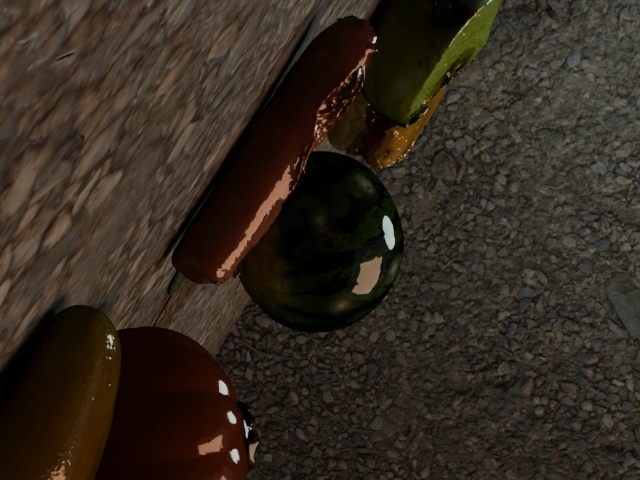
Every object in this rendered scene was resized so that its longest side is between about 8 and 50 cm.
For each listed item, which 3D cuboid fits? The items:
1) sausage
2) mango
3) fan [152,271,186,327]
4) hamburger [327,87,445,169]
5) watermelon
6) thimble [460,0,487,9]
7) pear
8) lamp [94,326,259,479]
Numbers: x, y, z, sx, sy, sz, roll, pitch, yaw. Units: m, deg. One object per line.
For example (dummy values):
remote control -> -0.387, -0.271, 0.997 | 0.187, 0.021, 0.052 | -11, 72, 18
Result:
sausage -> -0.046, -0.094, 1.126 | 0.327, 0.079, 0.087 | -56, -166, 0
mango -> -0.206, 0.154, 0.757 | 0.136, 0.099, 0.227 | 97, 17, -73
fan -> -0.174, 0.046, 1.340 | 0.175, 0.005, 0.113 | -59, 179, 15
hamburger -> 0.115, -0.252, 1.909 | 0.244, 0.163, 0.244 | -55, 172, -12
watermelon -> -0.003, 0.003, 1.550 | 0.269, 0.269, 0.269 | -57, 179, -1
thimble -> 0.194, -0.404, 1.273 | 0.235, 0.143, 0.198 | -57, 180, 41
pear -> 0.165, -0.341, 1.690 | 0.238, 0.164, 0.255 | -46, 170, -19
lamp -> -0.154, 0.185, 0.948 | 0.196, 0.223, 0.223 | -3, 144, -30
